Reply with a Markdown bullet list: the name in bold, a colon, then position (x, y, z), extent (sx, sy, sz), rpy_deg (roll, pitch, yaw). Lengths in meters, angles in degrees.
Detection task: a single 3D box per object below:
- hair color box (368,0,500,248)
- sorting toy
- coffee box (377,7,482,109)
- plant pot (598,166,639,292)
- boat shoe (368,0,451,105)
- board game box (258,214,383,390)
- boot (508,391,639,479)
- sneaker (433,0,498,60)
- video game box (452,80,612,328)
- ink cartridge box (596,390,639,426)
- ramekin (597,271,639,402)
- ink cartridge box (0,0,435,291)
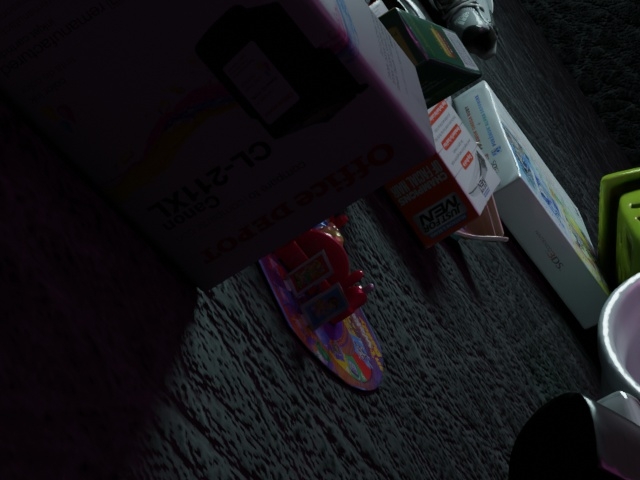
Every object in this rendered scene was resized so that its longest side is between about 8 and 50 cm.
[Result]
- **hair color box**: position (0.059, -0.087, 1.166), extent (0.167, 0.053, 0.093), rpy_deg (55, 24, -6)
- **sorting toy**: position (0.102, -0.033, 1.253), extent (0.075, 0.045, 0.083), rpy_deg (1, 71, -54)
- **coffee box**: position (0.031, -0.095, 1.000), extent (0.040, 0.113, 0.184), rpy_deg (61, 16, 5)
- **plant pot**: position (0.399, 0.034, 1.615), extent (0.207, 0.228, 0.227), rpy_deg (-111, -168, -57)
- **boat shoe**: position (0.077, -0.171, 1.428), extent (0.040, 0.049, 0.142), rpy_deg (27, 36, -62)
- **board game box**: position (0.000, 0.000, 0.860), extent (0.168, 0.033, 0.133), rpy_deg (64, 16, 20)
- **boot**: position (0.208, 0.237, 0.774), extent (0.280, 0.096, 0.264), rpy_deg (35, 29, -21)
- **sneaker**: position (0.155, -0.297, 1.870), extent (0.228, 0.086, 0.132), rpy_deg (46, 21, -42)
- **video game box**: position (0.216, -0.036, 1.609), extent (0.205, 0.048, 0.187), rpy_deg (49, 15, -31)
- **ink cartridge box**: position (0.212, 0.222, 0.986), extent (0.158, 0.092, 0.218), rpy_deg (50, 19, -29)
- **ramekin**: position (0.350, 0.138, 1.257), extent (0.277, 0.277, 0.135), rpy_deg (-97, -172, -58)
- **ink cartridge box**: position (-0.051, -0.079, 0.665), extent (0.175, 0.127, 0.072), rpy_deg (48, 19, -34)
